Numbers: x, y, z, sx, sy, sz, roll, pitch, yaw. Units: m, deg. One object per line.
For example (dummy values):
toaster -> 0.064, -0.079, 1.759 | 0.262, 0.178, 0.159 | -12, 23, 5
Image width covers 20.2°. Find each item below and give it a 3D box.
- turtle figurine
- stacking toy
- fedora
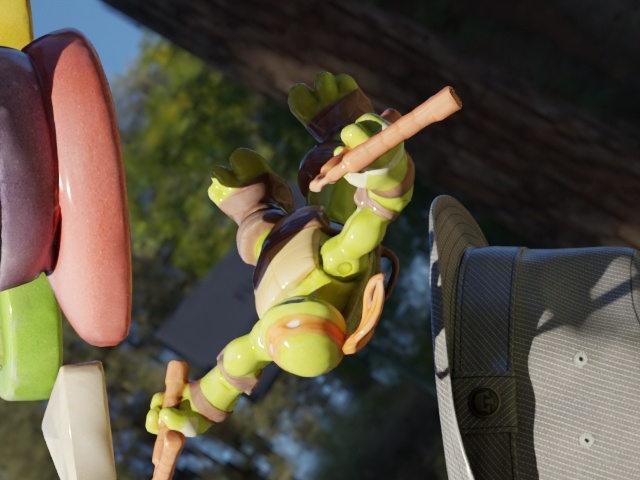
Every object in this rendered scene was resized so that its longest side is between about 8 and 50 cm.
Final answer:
turtle figurine -> 0.000, 0.000, 0.910 | 0.269, 0.087, 0.217 | -56, 18, 27
stacking toy -> -0.203, -0.008, 0.954 | 0.130, 0.309, 0.279 | -8, -64, -20
fedora -> 0.155, 0.097, 1.085 | 0.244, 0.124, 0.275 | 50, -145, -57
